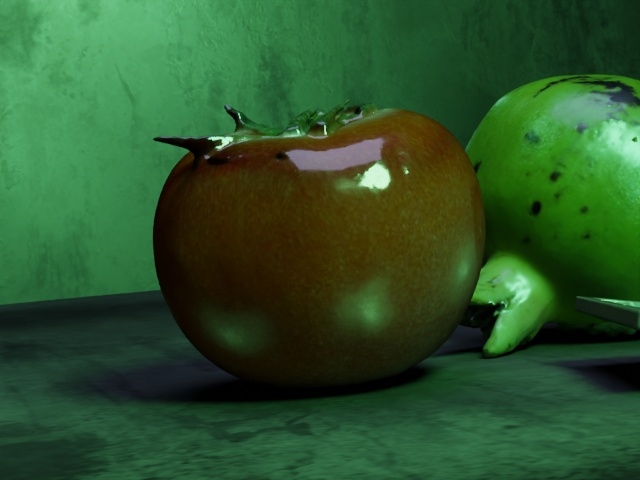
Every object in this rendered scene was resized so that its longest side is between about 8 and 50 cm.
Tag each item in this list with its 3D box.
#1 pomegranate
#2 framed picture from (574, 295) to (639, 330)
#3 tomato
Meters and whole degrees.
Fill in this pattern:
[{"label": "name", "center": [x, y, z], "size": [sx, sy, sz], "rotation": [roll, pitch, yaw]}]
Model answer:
[{"label": "pomegranate", "center": [0.230, -0.016, 1.169], "size": [0.341, 0.260, 0.260], "rotation": [-39, 20, -29]}, {"label": "framed picture", "center": [0.321, 0.061, 0.902], "size": [0.250, 0.016, 0.184], "rotation": [6, 1, -1]}, {"label": "tomato", "center": [0.000, 0.000, 0.989], "size": [0.256, 0.224, 0.256], "rotation": [-6, 5, 1]}]
